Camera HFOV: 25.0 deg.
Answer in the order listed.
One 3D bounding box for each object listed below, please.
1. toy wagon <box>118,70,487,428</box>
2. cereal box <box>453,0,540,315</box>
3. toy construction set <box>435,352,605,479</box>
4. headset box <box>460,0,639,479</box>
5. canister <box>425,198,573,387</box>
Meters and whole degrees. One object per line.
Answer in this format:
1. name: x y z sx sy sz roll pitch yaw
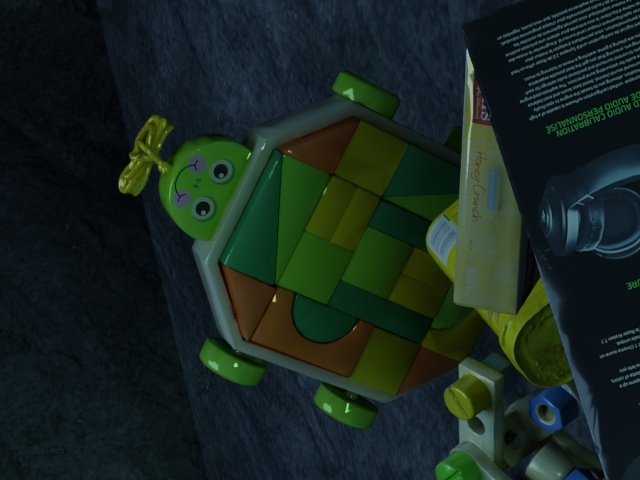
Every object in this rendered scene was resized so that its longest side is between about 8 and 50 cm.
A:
1. toy wagon: 0.000 0.000 1.176 0.267 0.344 0.068 -63 29 6
2. cereal box: 0.147 -0.080 0.955 0.047 0.240 0.173 11 117 21
3. toy construction set: 0.161 0.233 1.152 0.215 0.151 0.327 45 157 18
4. headset box: 0.198 0.029 0.729 0.246 0.131 0.283 27 -135 -67
5. canister: 0.162 0.016 1.076 0.073 0.126 0.170 51 -178 -34
